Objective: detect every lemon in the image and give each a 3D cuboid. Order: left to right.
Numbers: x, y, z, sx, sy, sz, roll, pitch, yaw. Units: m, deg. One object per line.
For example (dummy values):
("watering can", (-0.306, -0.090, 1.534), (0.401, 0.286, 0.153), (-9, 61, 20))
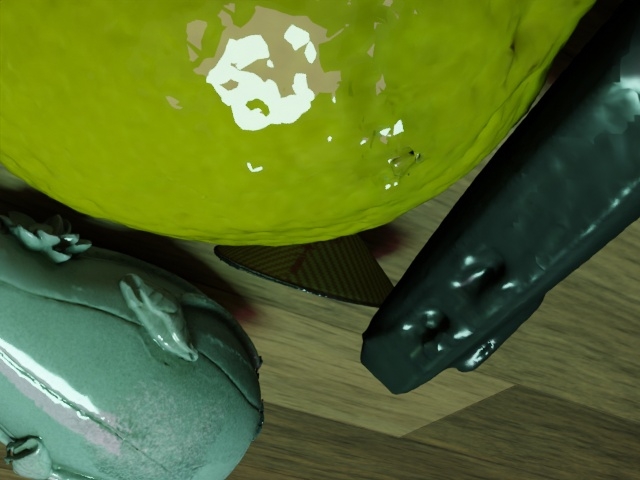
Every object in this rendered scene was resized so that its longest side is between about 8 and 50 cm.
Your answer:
("lemon", (-0.037, -0.151, 0.500), (0.336, 0.336, 0.336), (1, 149, 0))

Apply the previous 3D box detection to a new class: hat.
("hat", (0.000, 0.000, 0.978), (0.193, 0.082, 0.193), (16, -176, -1))

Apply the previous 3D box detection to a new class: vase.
("vase", (-0.263, 0.098, 0.995), (0.250, 0.249, 0.445), (-20, 137, 31))

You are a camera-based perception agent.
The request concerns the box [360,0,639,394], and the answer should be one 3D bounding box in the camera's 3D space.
("box", (0.188, -0.081, 0.603), (0.091, 0.359, 0.350), (44, 144, 7))
